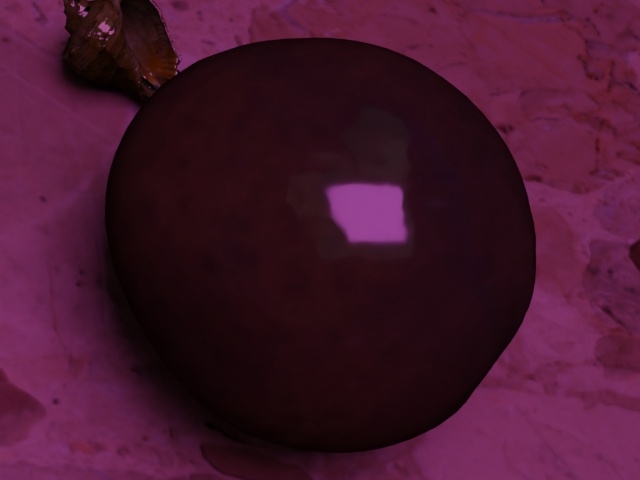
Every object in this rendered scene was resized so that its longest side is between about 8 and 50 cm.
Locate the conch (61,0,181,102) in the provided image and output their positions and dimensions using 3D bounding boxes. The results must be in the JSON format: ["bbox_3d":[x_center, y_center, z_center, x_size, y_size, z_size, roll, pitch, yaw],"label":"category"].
[{"bbox_3d":[-0.157,-0.158,1.470,0.121,0.074,0.089,40,89,-29],"label":"conch"}]

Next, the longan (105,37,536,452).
[{"bbox_3d":[0.000,0.000,1.356,0.319,0.319,0.319,11,63,-21],"label":"longan"}]
